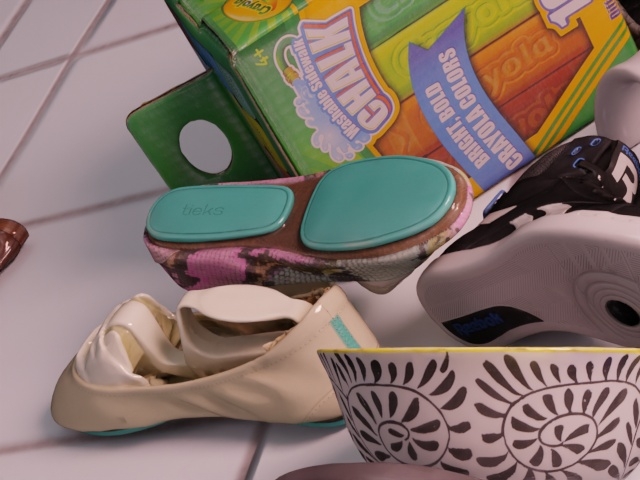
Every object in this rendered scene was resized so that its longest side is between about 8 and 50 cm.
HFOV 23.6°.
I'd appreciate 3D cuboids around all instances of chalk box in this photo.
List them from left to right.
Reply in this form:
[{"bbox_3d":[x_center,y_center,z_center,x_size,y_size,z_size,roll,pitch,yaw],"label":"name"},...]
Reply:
[{"bbox_3d":[0.022,-0.117,0.967,0.289,0.180,0.179,-35,32,-3],"label":"chalk box"}]

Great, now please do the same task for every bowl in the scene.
[{"bbox_3d":[0.083,0.089,0.700,0.170,0.170,0.080,-3,85,37],"label":"bowl"}]

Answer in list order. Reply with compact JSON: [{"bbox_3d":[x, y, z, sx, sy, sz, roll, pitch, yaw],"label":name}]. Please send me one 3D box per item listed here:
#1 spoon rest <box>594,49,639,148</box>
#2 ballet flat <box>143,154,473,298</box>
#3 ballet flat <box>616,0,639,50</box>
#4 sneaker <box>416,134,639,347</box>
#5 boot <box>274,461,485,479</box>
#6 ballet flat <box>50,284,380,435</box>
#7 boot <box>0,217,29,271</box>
[{"bbox_3d":[0.228,-0.045,0.785,0.137,0.084,0.276,-37,32,-8],"label":"spoon rest"},{"bbox_3d":[0.000,0.000,0.873,0.221,0.079,0.077,-5,47,33],"label":"ballet flat"},{"bbox_3d":[0.215,-0.146,0.963,0.057,0.049,0.173,-39,33,-10],"label":"ballet flat"},{"bbox_3d":[0.144,-0.012,0.775,0.121,0.079,0.217,-48,19,-25],"label":"sneaker"},{"bbox_3d":[0.039,0.233,0.503,0.264,0.096,0.280,28,59,11],"label":"boot"},{"bbox_3d":[-0.077,0.063,0.895,0.248,0.086,0.086,-7,39,34],"label":"ballet flat"},{"bbox_3d":[-0.286,0.031,1.160,0.106,0.037,0.114,-3,47,41],"label":"boot"}]
